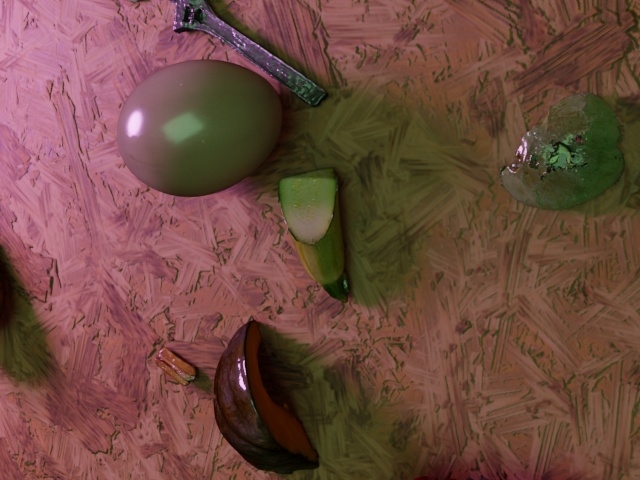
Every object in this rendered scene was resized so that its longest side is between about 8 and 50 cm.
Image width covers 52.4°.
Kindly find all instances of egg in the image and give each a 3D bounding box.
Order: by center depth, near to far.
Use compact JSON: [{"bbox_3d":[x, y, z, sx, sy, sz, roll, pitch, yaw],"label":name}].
[{"bbox_3d":[-0.169,-0.157,0.912,0.241,0.186,0.186,-10,94,17],"label":"egg"}]

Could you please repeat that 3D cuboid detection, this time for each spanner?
[{"bbox_3d":[-0.120,-0.297,0.961,0.325,0.026,0.093,37,108,11],"label":"spanner"}]

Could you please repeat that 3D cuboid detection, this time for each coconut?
[{"bbox_3d":[0.305,-0.103,0.799,0.133,0.055,0.158,31,109,17],"label":"coconut"}]

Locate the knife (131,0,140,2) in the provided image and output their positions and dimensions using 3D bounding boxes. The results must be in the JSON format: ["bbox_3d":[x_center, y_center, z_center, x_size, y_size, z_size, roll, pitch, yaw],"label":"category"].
[{"bbox_3d":[-0.367,-0.427,1.046,0.207,0.014,0.030,29,109,17],"label":"knife"}]

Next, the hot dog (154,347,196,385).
[{"bbox_3d":[-0.239,0.211,1.084,0.083,0.021,0.037,35,88,17],"label":"hot dog"}]

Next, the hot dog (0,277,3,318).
[{"bbox_3d":[-0.679,0.074,1.195,0.175,0.114,0.259,-23,87,28],"label":"hot dog"}]

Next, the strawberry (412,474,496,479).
[{"bbox_3d":[0.187,0.465,0.813,0.291,0.291,0.310,5,93,21],"label":"strawberry"}]

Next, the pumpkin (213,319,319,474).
[{"bbox_3d":[-0.117,0.266,0.977,0.130,0.149,0.254,-23,90,15],"label":"pumpkin"}]

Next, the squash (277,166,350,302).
[{"bbox_3d":[0.000,-0.001,0.927,0.090,0.075,0.200,-15,94,-3],"label":"squash"}]
